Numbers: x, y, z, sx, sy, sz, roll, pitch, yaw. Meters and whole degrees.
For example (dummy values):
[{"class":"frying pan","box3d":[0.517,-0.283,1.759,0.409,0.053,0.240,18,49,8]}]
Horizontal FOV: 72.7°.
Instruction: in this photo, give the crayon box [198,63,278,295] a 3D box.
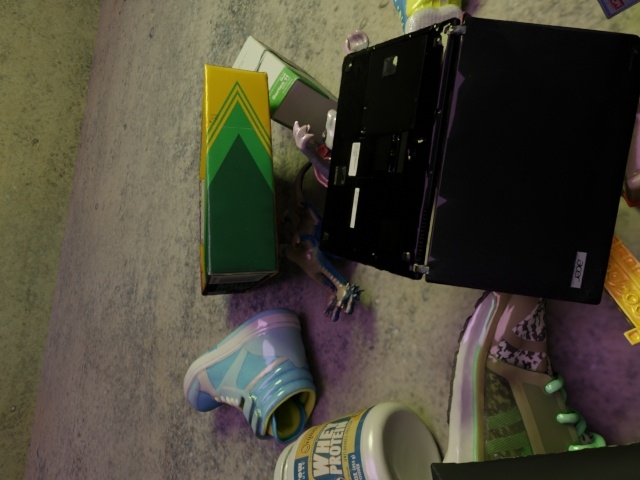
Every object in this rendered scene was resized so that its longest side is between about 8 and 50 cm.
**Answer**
[{"class":"crayon box","box3d":[-0.165,-0.072,0.786,0.363,0.106,0.313,145,121,-70]}]

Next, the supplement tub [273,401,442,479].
[{"class":"supplement tub","box3d":[0.046,0.314,0.588,0.200,0.144,0.144,-35,58,33]}]

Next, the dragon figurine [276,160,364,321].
[{"class":"dragon figurine","box3d":[0.000,0.000,0.748,0.085,0.144,0.289,-38,37,34]}]

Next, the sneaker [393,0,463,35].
[{"class":"sneaker","box3d":[0.166,-0.363,0.692,0.126,0.091,0.240,-137,52,-75]}]

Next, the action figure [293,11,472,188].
[{"class":"action figure","box3d":[0.120,-0.160,0.643,0.248,0.276,0.370,-59,23,-14]}]

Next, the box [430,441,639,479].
[{"class":"box","box3d":[0.261,0.313,0.258,0.312,0.179,0.343,-10,70,6]}]

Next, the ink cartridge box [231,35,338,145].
[{"class":"ink cartridge box","box3d":[-0.060,-0.283,0.827,0.087,0.153,0.208,-54,50,20]}]

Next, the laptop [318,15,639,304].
[{"class":"laptop","box3d":[0.135,-0.079,0.445,0.264,0.136,0.234,14,98,56]}]

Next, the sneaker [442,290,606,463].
[{"class":"sneaker","box3d":[0.233,0.210,0.459,0.182,0.158,0.410,11,92,30]}]

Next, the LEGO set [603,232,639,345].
[{"class":"LEGO set","box3d":[0.333,0.060,0.393,0.287,0.107,0.132,25,84,40]}]

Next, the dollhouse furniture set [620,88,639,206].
[{"class":"dollhouse furniture set","box3d":[0.388,-0.130,0.376,0.259,0.135,0.262,-26,76,31]}]

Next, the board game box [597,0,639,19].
[{"class":"board game box","box3d":[0.364,-0.334,0.442,0.194,0.060,0.194,-33,34,33]}]

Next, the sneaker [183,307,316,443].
[{"class":"sneaker","box3d":[-0.135,0.287,0.785,0.319,0.127,0.208,-45,52,28]}]
